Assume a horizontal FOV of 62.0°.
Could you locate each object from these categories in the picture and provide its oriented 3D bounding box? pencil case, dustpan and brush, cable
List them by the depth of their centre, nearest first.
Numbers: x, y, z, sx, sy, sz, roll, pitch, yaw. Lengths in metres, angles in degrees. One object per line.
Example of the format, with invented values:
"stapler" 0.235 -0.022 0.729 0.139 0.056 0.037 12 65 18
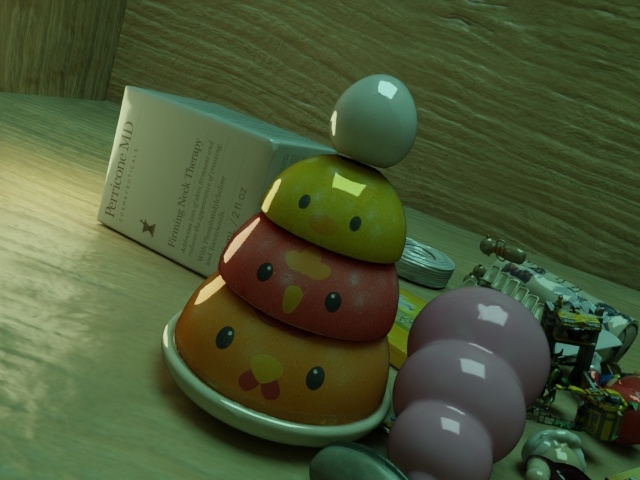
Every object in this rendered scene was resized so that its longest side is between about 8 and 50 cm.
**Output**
"dustpan and brush" 0.635 0.244 1.297 0.147 0.060 0.211 -17 13 18
"pencil case" 0.673 0.201 1.515 0.160 0.183 0.410 -33 47 -26
"cable" 0.301 0.066 1.714 0.257 0.089 0.257 19 15 -4

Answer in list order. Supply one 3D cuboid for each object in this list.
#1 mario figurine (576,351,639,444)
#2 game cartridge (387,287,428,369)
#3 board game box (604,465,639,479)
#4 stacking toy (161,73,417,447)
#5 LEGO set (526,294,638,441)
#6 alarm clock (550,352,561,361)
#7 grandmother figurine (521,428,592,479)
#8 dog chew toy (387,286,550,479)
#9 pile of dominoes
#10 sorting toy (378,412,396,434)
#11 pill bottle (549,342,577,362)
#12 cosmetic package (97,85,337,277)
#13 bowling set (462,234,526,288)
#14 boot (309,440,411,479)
"mario figurine" 0.637 0.300 1.077 0.198 0.170 0.321 -12 -9 26
"game cartridge" 0.164 0.175 1.192 0.285 0.052 0.324 29 16 35
"board game box" 0.569 0.389 0.776 0.244 0.042 0.165 -6 22 -18
"stacking toy" 0.000 0.000 0.752 0.351 0.479 0.350 18 14 -4
"LEGO set" 0.393 0.201 0.974 0.332 0.192 0.255 11 16 17
"alarm clock" 0.502 0.260 1.300 0.192 0.064 0.129 21 13 -7
"grandmother figurine" 0.338 0.350 0.678 0.208 0.104 0.342 46 10 -4
"dog chew toy" 0.195 0.213 0.740 0.207 0.206 0.332 23 42 16
"pile of dominoes" 0.433 0.183 1.289 0.251 0.196 0.040 48 -15 43
"sorting toy" 0.131 0.288 0.794 0.083 0.012 0.062 27 16 30
"pill bottle" 0.627 0.270 1.406 0.120 0.067 0.067 29 17 36
"cosmetic package" -0.236 -0.132 1.259 0.394 0.329 0.327 23 15 20
"bowling set" 0.441 0.144 1.442 0.200 0.286 0.154 -33 38 -30
"boot" 0.044 0.299 0.511 0.247 0.083 0.161 28 22 37
